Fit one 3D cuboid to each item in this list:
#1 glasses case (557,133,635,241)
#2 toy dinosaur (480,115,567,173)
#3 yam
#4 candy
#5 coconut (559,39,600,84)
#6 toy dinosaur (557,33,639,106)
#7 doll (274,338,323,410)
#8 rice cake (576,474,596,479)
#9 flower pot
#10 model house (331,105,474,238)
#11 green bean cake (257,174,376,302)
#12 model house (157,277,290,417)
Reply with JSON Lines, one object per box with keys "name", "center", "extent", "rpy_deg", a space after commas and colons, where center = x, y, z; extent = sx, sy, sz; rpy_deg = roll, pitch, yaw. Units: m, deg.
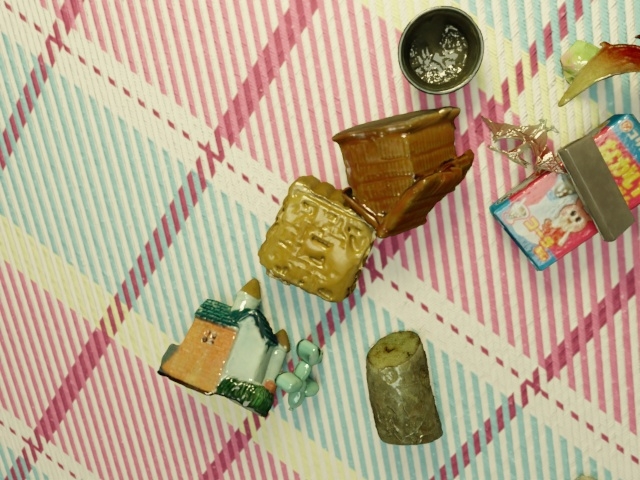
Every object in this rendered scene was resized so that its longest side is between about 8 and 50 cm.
{"name": "glasses case", "center": [0.499, -0.095, 0.998], "extent": [0.072, 0.042, 0.190], "rpy_deg": [-34, 97, -26]}
{"name": "toy dinosaur", "center": [0.400, -0.192, 1.067], "extent": [0.108, 0.032, 0.220], "rpy_deg": [-48, 55, 7]}
{"name": "yam", "center": [0.181, 0.346, 1.228], "extent": [0.154, 0.154, 0.254], "rpy_deg": [-9, 104, 13]}
{"name": "candy", "center": [0.505, -0.094, 1.081], "extent": [0.306, 0.100, 0.157], "rpy_deg": [-39, 93, 18]}
{"name": "coconut", "center": [0.494, -0.329, 1.033], "extent": [0.083, 0.082, 0.081], "rpy_deg": [32, 103, -23]}
{"name": "toy dinosaur", "center": [0.597, -0.276, 0.978], "extent": [0.327, 0.113, 0.206], "rpy_deg": [-24, 63, -23]}
{"name": "doll", "center": [-0.042, 0.316, 1.264], "extent": [0.059, 0.158, 0.159], "rpy_deg": [24, 78, 28]}
{"name": "rice cake", "center": [0.563, 0.646, 1.273], "extent": [0.052, 0.057, 0.256], "rpy_deg": [31, 107, 4]}
{"name": "flower pot", "center": [0.228, -0.363, 1.061], "extent": [0.158, 0.107, 0.157], "rpy_deg": [2, 106, 7]}
{"name": "model house", "center": [0.169, -0.135, 1.091], "extent": [0.220, 0.199, 0.229], "rpy_deg": [4, 108, 44]}
{"name": "green bean cake", "center": [0.000, 0.000, 1.180], "extent": [0.230, 0.131, 0.224], "rpy_deg": [27, 108, 4]}
{"name": "model house", "center": [-0.190, 0.232, 1.276], "extent": [0.253, 0.184, 0.291], "rpy_deg": [18, 78, 16]}
